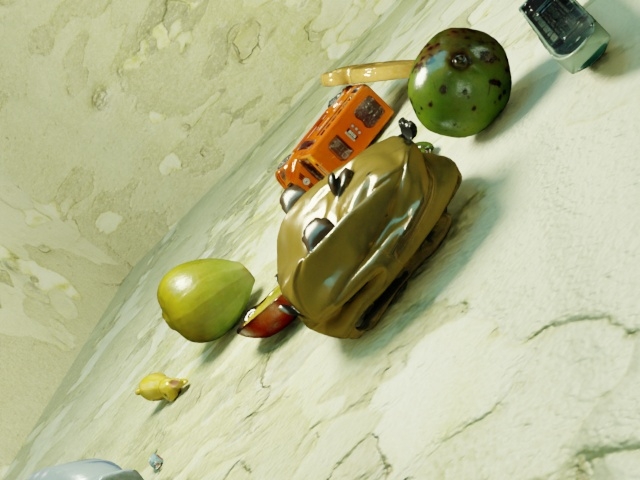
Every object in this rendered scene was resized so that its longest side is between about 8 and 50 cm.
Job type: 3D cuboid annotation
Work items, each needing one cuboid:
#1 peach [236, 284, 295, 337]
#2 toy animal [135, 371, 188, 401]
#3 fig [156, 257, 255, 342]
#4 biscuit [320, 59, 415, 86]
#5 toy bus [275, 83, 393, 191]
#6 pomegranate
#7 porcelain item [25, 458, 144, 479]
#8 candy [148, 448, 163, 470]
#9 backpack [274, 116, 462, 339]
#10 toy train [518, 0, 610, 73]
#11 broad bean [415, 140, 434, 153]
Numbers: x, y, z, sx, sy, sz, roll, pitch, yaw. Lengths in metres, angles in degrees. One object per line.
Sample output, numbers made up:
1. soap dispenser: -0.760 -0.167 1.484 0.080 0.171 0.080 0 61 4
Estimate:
1. peach: -0.064 0.118 1.677 0.279 0.068 0.189 -40 10 38
2. toy animal: -0.380 0.360 1.990 0.083 0.070 0.159 -10 -1 -43
3. fig: -0.278 0.142 1.988 0.230 0.207 0.207 -25 -1 -34
4. biscuit: 0.146 -0.442 2.135 0.275 0.052 0.355 -11 11 -22
5. toy bus: 0.036 -0.244 2.099 0.329 0.143 0.153 -51 18 -11
6. pomegranate: 0.259 -0.281 1.525 0.202 0.202 0.248 -53 -13 -10
7. porcelain item: -0.436 0.515 1.476 0.405 0.242 0.178 -25 5 47
8. candy: -0.351 0.468 1.739 0.030 0.020 0.083 -56 18 -10
9. backpack: 0.068 -0.026 1.397 0.378 0.201 0.353 -52 19 6
10. toy train: 0.421 -0.353 1.377 0.086 0.088 0.407 -45 16 24
11. broad bean: 0.171 -0.162 1.711 0.195 0.046 0.061 -31 22 46
